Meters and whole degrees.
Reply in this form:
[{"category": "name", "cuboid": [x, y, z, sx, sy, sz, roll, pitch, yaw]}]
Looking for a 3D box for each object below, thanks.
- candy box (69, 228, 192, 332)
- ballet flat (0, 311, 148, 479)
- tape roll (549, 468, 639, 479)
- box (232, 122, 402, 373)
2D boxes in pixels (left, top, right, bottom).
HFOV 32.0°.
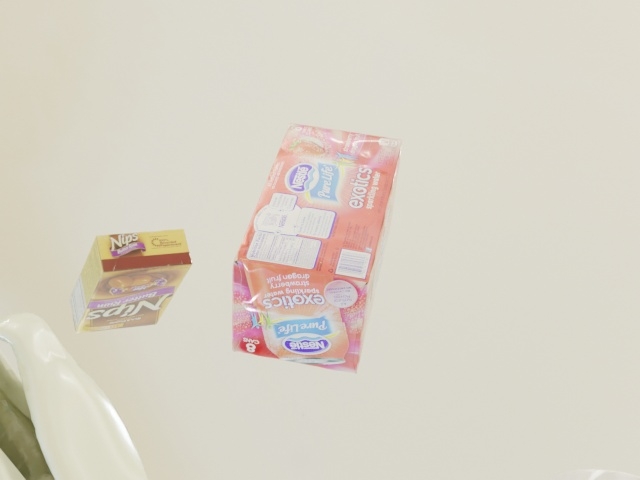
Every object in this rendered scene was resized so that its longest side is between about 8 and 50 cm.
[{"category": "candy box", "cuboid": [-0.234, 0.052, 1.360, 0.109, 0.186, 0.053, -5, -113, -25]}, {"category": "ballet flat", "cuboid": [-0.179, 0.046, 0.480, 0.147, 0.147, 0.409, -39, -90, 2]}, {"category": "tape roll", "cuboid": [0.401, 0.427, 1.456, 0.286, 0.286, 0.100, 41, -127, -8]}, {"category": "box", "cuboid": [0.000, 0.000, 1.337, 0.154, 0.300, 0.142, 9, -53, 5]}]
